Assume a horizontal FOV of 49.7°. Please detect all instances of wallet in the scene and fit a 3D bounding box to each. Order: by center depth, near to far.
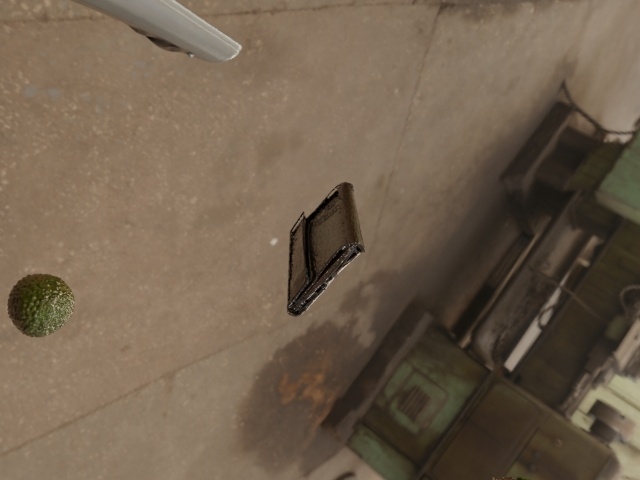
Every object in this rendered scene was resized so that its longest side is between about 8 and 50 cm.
[{"bbox_3d":[0.000,0.000,0.969,0.133,0.039,0.243,-44,-164,16],"label":"wallet"}]

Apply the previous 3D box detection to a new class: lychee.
[{"bbox_3d":[-0.492,0.114,1.215,0.114,0.146,0.114,-2,94,-23],"label":"lychee"}]

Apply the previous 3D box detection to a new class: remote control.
[{"bbox_3d":[-0.192,-0.194,0.486,0.313,0.109,0.055,18,101,-56],"label":"remote control"}]

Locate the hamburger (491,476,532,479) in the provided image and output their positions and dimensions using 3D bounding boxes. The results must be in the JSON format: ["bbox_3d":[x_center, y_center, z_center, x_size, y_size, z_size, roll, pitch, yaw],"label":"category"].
[{"bbox_3d":[0.230,0.371,0.851,0.087,0.137,0.166,44,68,-32],"label":"hamburger"}]
